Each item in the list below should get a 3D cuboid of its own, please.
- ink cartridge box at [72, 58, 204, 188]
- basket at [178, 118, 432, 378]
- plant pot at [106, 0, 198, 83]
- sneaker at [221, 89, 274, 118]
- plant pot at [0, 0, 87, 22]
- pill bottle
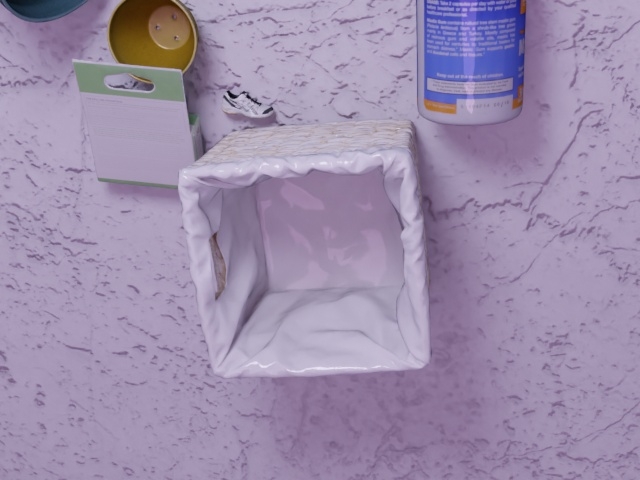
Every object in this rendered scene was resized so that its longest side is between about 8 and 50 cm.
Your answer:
[{"bbox_3d":[-0.271,-0.183,1.539,0.171,0.056,0.235,6,134,8],"label":"ink cartridge box"},{"bbox_3d":[0.000,0.000,1.495,0.331,0.266,0.328,-3,111,12],"label":"basket"},{"bbox_3d":[-0.236,-0.308,1.503,0.134,0.095,0.134,3,112,9],"label":"plant pot"},{"bbox_3d":[-0.112,-0.211,1.556,0.083,0.032,0.037,8,113,6],"label":"sneaker"},{"bbox_3d":[-0.405,-0.476,1.379,0.196,0.293,0.293,35,114,13],"label":"plant pot"},{"bbox_3d":[0.207,-0.306,1.398,0.152,0.152,0.272,2,112,9],"label":"pill bottle"}]
